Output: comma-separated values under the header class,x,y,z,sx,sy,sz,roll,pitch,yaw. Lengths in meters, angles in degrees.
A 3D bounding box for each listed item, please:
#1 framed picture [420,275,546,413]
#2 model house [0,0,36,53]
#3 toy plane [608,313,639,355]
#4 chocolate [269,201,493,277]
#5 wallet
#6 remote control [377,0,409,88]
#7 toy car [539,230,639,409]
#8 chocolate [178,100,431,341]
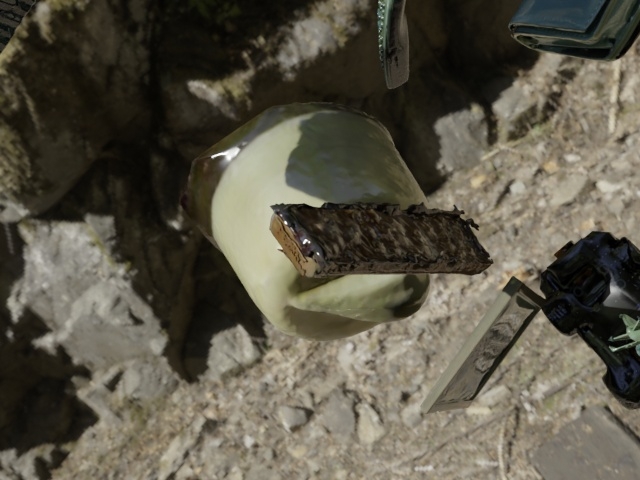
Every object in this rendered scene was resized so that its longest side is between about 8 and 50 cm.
class,x,y,z,sx,sy,sz,roll,pitch,yaw
framed picture,0.241,0.155,1.176,0.016,0.289,0.213,37,95,22
model house,-0.419,-0.239,0.779,0.226,0.241,0.261,11,7,18
toy plane,0.282,0.077,0.686,0.080,0.083,0.033,-56,40,45
chocolate,0.077,0.006,0.929,0.102,0.329,0.065,53,124,31
wallet,0.330,-0.322,0.911,0.250,0.075,0.176,-58,26,5
remote control,0.102,-0.291,1.151,0.042,0.222,0.072,-5,66,4
toy car,0.496,0.122,1.337,0.193,0.118,0.301,-45,70,19
chocolate,0.000,0.000,1.191,0.326,0.314,0.297,-28,49,13
